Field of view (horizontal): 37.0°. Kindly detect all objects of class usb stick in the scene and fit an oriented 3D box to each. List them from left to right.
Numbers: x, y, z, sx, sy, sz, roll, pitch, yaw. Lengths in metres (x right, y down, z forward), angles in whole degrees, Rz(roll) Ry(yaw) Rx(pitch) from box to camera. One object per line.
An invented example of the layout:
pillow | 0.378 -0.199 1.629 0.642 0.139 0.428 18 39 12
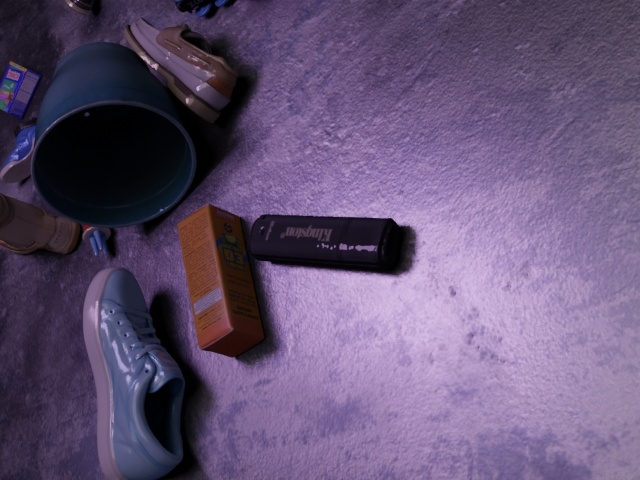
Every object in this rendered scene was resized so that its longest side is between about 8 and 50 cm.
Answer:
usb stick | 0.000 0.000 1.408 0.278 0.045 0.077 3 78 43

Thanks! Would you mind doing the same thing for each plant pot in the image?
plant pot | -0.370 -0.205 1.678 0.271 0.271 0.255 -42 41 22

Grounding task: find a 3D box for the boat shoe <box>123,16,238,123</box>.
boat shoe | -0.244 -0.327 1.707 0.103 0.113 0.302 -50 56 8

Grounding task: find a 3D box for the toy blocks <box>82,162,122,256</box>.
toy blocks | -0.400 -0.053 1.776 0.123 0.054 0.148 -40 53 22

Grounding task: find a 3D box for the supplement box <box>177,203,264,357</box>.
supplement box | -0.159 0.061 1.505 0.080 0.078 0.233 -34 55 28

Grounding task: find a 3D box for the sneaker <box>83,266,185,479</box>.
sneaker | -0.278 0.204 1.537 0.150 0.135 0.366 -21 70 26

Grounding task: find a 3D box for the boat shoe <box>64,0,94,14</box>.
boat shoe | -0.517 -0.579 2.051 0.073 0.080 0.224 -41 47 30

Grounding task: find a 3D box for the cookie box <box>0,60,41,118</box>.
cookie box | -0.680 -0.337 2.135 0.092 0.040 0.107 27 93 44

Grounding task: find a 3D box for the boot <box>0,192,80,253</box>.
boot | -0.623 -0.038 1.863 0.262 0.203 0.095 7 79 41

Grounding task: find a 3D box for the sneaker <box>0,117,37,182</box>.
sneaker | -0.630 -0.195 2.025 0.152 0.058 0.085 -44 57 16

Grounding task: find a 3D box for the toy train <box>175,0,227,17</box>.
toy train | -0.194 -0.482 1.735 0.184 0.080 0.105 -22 52 36
